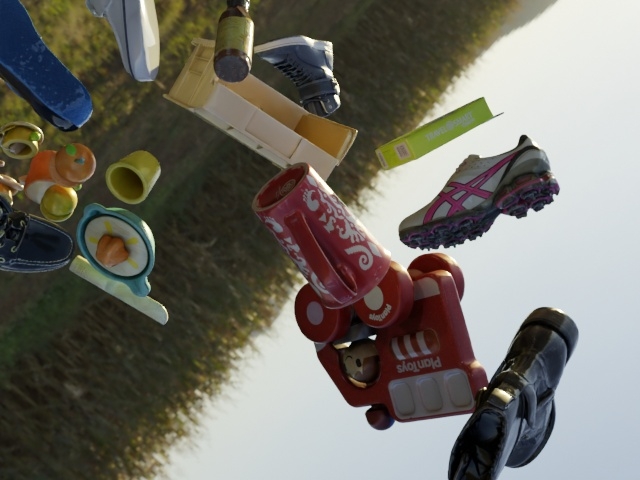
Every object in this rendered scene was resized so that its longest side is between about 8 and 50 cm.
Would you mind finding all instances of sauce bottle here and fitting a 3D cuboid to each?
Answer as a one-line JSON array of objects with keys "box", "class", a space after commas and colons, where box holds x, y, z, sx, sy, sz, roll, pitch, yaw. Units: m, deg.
[{"box": [-0.093, -0.226, 0.928, 0.042, 0.042, 0.128, -47, -148, 43], "class": "sauce bottle"}]

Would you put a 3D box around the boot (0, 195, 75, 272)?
[{"box": [-0.419, -0.012, 1.112, 0.178, 0.236, 0.085, -6, -110, 57], "class": "boot"}]

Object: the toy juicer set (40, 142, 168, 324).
[{"box": [-0.353, -0.002, 1.342, 0.089, 0.209, 0.329, -59, 159, -52], "class": "toy juicer set"}]

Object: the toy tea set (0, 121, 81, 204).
[{"box": [-0.682, -0.113, 1.794, 0.336, 0.200, 0.124, -20, -123, 21], "class": "toy tea set"}]

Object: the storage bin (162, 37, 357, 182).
[{"box": [-0.108, -0.219, 1.453, 0.123, 0.262, 0.260, -58, -154, 1], "class": "storage bin"}]

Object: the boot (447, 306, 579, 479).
[{"box": [0.195, 0.212, 0.944, 0.229, 0.091, 0.263, -41, 145, -47], "class": "boot"}]

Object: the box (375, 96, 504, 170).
[{"box": [0.184, -0.168, 1.323, 0.178, 0.042, 0.109, -29, -174, -21], "class": "box"}]

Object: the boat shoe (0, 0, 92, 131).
[{"box": [-0.431, -0.250, 1.183, 0.109, 0.258, 0.089, -37, -175, -32], "class": "boat shoe"}]

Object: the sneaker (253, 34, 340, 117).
[{"box": [-0.041, -0.328, 1.735, 0.086, 0.163, 0.226, -6, -179, 39], "class": "sneaker"}]

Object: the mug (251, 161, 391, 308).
[{"box": [0.006, -0.007, 1.082, 0.113, 0.169, 0.150, -44, -156, -11], "class": "mug"}]

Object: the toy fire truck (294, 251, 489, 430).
[{"box": [0.107, 0.165, 1.325, 0.302, 0.254, 0.169, -21, 169, 42], "class": "toy fire truck"}]

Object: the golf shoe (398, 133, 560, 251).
[{"box": [0.170, -0.050, 0.955, 0.186, 0.086, 0.067, -24, 150, 16], "class": "golf shoe"}]

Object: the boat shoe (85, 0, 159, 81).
[{"box": [-0.287, -0.348, 1.178, 0.088, 0.267, 0.096, -10, -174, 5], "class": "boat shoe"}]
